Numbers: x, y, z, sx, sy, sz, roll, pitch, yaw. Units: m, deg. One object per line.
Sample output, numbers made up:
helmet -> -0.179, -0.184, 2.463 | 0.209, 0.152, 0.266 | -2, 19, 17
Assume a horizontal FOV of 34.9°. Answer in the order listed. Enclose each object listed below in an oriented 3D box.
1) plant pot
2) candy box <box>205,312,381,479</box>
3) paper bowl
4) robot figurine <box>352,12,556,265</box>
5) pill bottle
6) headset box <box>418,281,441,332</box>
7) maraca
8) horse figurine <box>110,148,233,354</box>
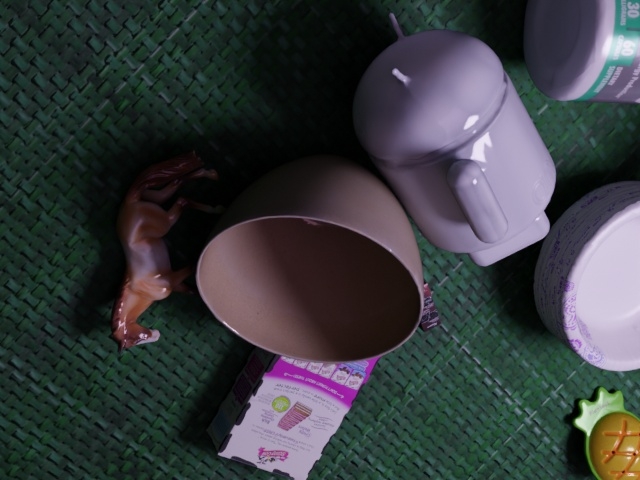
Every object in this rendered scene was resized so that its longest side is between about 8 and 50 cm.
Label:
plant pot -> 0.000, 0.000, 1.317 | 0.284, 0.190, 0.284 | 7, 138, 6
candy box -> -0.039, 0.221, 1.480 | 0.159, 0.071, 0.233 | 27, 98, -29
paper bowl -> 0.458, 0.046, 1.570 | 0.284, 0.148, 0.284 | -9, 114, -20
robot figurine -> 0.171, -0.125, 1.309 | 0.200, 0.300, 0.353 | -30, 127, 11
pill bottle -> 0.482, -0.287, 1.401 | 0.361, 0.204, 0.204 | -1, 111, -18
headset box -> 0.141, 0.084, 1.504 | 0.032, 0.062, 0.083 | -27, 118, -11
maraca -> 0.502, 0.342, 1.742 | 0.127, 0.099, 0.185 | -29, 94, -18
horse figurine -> -0.203, 0.005, 1.329 | 0.175, 0.066, 0.263 | -13, 117, -24
